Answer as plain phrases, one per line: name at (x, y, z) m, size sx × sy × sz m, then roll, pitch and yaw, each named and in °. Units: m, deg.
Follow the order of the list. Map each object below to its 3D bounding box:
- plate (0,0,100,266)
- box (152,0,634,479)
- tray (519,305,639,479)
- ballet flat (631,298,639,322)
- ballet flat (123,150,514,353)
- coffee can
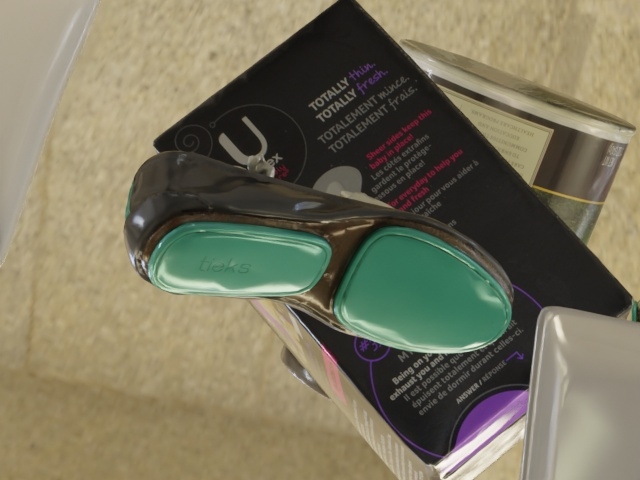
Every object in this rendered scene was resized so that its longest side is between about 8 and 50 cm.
plate at (-0.333, -0.150, 1.386) m, size 0.278 × 0.045 × 0.277 m, roll 26°, pitch -70°, yaw 5°
box at (0.044, 0.010, 1.086) m, size 0.165 × 0.143 × 0.270 m, roll -38°, pitch -107°, yaw -10°
tray at (0.151, 0.177, 0.870) m, size 0.145 × 0.030 × 0.270 m, roll 12°, pitch -100°, yaw -25°
ballet flat at (0.281, 0.159, 1.375) m, size 0.077 × 0.241 × 0.091 m, roll 2°, pitch -24°, yaw 13°
ballet flat at (0.000, 0.000, 0.779) m, size 0.203 × 0.074 × 0.074 m, roll 13°, pitch -55°, yaw -33°
coffee can at (0.108, 0.002, 1.372) m, size 0.201 × 0.201 × 0.275 m, roll 20°, pitch -79°, yaw -4°
